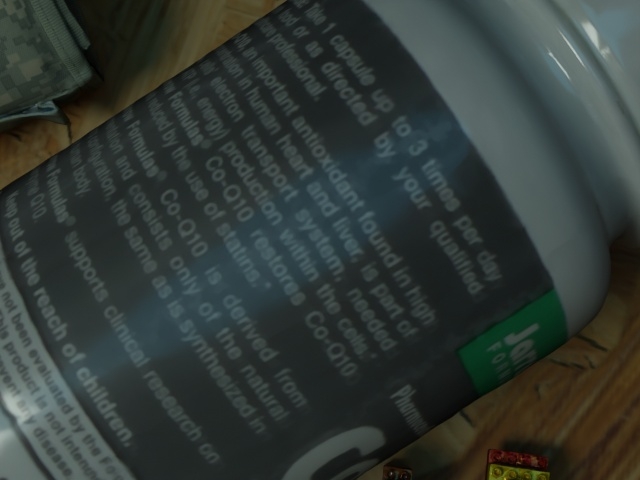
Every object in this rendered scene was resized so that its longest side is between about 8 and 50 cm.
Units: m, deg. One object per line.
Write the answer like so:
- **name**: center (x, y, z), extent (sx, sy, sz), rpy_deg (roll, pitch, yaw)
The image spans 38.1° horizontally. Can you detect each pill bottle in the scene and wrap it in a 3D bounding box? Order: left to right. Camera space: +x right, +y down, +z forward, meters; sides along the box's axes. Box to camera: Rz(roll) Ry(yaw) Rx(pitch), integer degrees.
- **pill bottle**: center (0.000, 0.000, 0.438), extent (0.361, 0.204, 0.204), rpy_deg (-34, 81, 1)

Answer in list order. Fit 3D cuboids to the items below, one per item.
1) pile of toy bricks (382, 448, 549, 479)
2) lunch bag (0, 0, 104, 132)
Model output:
- **pile of toy bricks**: center (0.063, 0.206, 0.446), extent (0.118, 0.105, 0.212), rpy_deg (6, 77, 6)
- **lunch bag**: center (-0.276, -0.168, 0.508), extent (0.235, 0.169, 0.287), rpy_deg (-22, 89, -1)
